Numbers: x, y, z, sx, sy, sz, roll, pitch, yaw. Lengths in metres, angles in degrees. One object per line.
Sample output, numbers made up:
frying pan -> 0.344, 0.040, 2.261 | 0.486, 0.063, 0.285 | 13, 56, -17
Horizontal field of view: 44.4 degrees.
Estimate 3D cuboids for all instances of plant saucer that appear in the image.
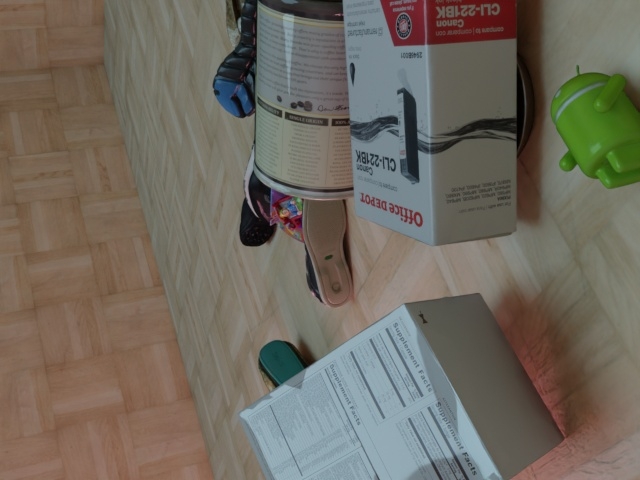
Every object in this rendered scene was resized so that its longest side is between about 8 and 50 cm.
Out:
plant saucer -> 0.193, -0.156, 0.895 | 0.168, 0.029, 0.168 | 169, 90, -69

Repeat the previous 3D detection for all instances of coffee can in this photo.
coffee can -> 0.006, -0.223, 1.101 | 0.201, 0.201, 0.275 | -128, 35, -50

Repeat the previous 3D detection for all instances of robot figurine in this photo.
robot figurine -> 0.253, -0.103, 0.710 | 0.101, 0.067, 0.115 | 93, 159, -60

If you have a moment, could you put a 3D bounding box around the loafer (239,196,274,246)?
loafer -> -0.135, -0.063, 1.719 | 0.223, 0.076, 0.078 | 111, 158, -55

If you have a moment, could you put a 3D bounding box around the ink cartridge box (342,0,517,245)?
ink cartridge box -> 0.120, -0.146, 0.885 | 0.197, 0.114, 0.273 | -153, 55, -64

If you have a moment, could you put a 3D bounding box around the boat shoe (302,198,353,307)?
boat shoe -> 0.000, 0.000, 1.376 | 0.079, 0.084, 0.233 | -155, 55, -64

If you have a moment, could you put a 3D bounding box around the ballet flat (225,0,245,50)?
ballet flat -> -0.158, -0.470, 1.603 | 0.067, 0.073, 0.206 | -11, 92, 54

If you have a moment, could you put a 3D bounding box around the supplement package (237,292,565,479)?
supplement package -> 0.090, 0.213, 0.894 | 0.262, 0.199, 0.198 | -37, 70, 28

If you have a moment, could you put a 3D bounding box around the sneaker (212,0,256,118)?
sneaker -> -0.071, -0.363, 1.334 | 0.125, 0.140, 0.341 | 41, 133, -5

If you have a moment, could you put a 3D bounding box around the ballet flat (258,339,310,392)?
ballet flat -> -0.026, 0.328, 1.571 | 0.348, 0.123, 0.123 | -133, 39, -54

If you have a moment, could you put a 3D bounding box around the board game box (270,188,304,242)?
board game box -> -0.049, -0.056, 1.445 | 0.133, 0.033, 0.169 | 28, 137, 23

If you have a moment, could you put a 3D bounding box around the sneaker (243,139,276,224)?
sneaker -> -0.073, -0.130, 1.485 | 0.124, 0.107, 0.283 | 49, 144, 43
